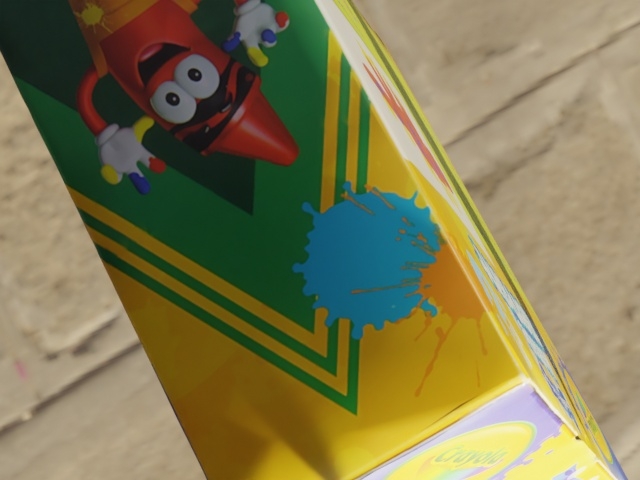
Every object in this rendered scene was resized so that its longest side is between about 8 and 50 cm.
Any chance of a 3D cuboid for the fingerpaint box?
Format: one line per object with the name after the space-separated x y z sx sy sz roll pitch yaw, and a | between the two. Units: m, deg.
0.000 0.000 1.127 0.371 0.163 0.445 62 7 19 | fingerpaint box
